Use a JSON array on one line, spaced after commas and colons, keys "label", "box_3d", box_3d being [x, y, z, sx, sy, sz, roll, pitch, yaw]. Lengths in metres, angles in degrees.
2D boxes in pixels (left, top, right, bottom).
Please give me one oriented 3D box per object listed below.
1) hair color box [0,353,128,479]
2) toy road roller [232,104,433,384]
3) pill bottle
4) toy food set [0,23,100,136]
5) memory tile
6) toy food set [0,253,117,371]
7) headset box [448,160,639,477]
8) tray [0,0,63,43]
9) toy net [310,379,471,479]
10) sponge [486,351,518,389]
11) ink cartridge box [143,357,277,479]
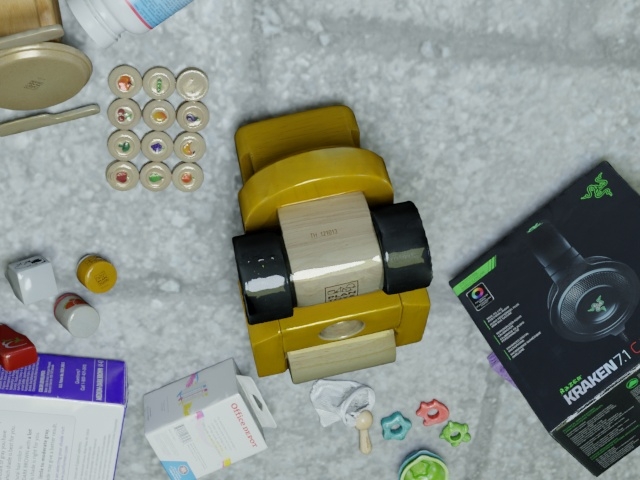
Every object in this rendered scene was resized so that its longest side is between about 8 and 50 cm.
[{"label": "hair color box", "box_3d": [-0.411, 0.228, 1.242, 0.339, 0.110, 0.185, 7, 114, -15]}, {"label": "toy road roller", "box_3d": [0.000, 0.000, 1.187, 0.203, 0.240, 0.329, -12, 153, -5]}, {"label": "pill bottle", "box_3d": [-0.175, -0.267, 1.066, 0.160, 0.087, 0.087, -34, 115, 6]}, {"label": "toy food set", "box_3d": [-0.301, -0.175, 1.070, 0.132, 0.192, 0.038, -13, 72, -6]}, {"label": "memory tile", "box_3d": [-0.182, -0.123, 1.172, 0.113, 0.012, 0.148, 1, 114, -11]}, {"label": "toy food set", "box_3d": [-0.356, 0.076, 1.201, 0.232, 0.104, 0.111, -20, 114, -27]}, {"label": "headset box", "box_3d": [0.320, 0.078, 1.213, 0.246, 0.283, 0.131, -39, 130, 10]}, {"label": "tray", "box_3d": [-0.380, -0.374, 0.970, 0.203, 0.076, 0.410, -8, 120, -6]}, {"label": "toy net", "box_3d": [0.092, 0.244, 1.371, 0.232, 0.045, 0.122, 36, 104, -22]}, {"label": "sponge", "box_3d": [0.334, 0.181, 1.392, 0.210, 0.031, 0.117, 39, 103, -24]}, {"label": "ink cartridge box", "box_3d": [-0.135, 0.221, 1.295, 0.143, 0.090, 0.092, -23, 116, 0]}]
